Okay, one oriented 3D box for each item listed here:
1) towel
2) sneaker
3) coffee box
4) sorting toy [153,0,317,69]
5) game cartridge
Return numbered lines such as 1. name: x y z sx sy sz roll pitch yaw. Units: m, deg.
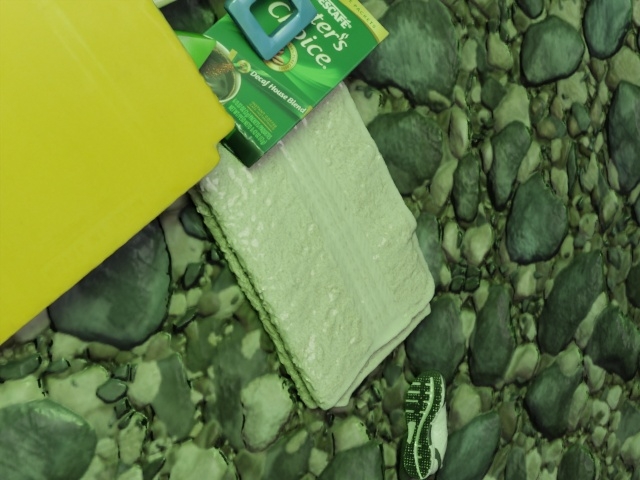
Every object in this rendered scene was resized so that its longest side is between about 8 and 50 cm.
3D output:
1. towel: 0.000 0.000 1.238 0.187 0.049 0.282 -45 120 -31
2. sneaker: 0.108 0.182 1.356 0.044 0.040 0.109 7 92 -58
3. coffee box: -0.037 -0.161 1.174 0.113 0.040 0.184 47 60 -4
4. sorting toy: -0.102 -0.282 1.035 0.196 0.047 0.347 -31 120 -18
5. game cartridge: -0.247 -0.108 0.963 0.285 0.053 0.323 -40 121 -11
